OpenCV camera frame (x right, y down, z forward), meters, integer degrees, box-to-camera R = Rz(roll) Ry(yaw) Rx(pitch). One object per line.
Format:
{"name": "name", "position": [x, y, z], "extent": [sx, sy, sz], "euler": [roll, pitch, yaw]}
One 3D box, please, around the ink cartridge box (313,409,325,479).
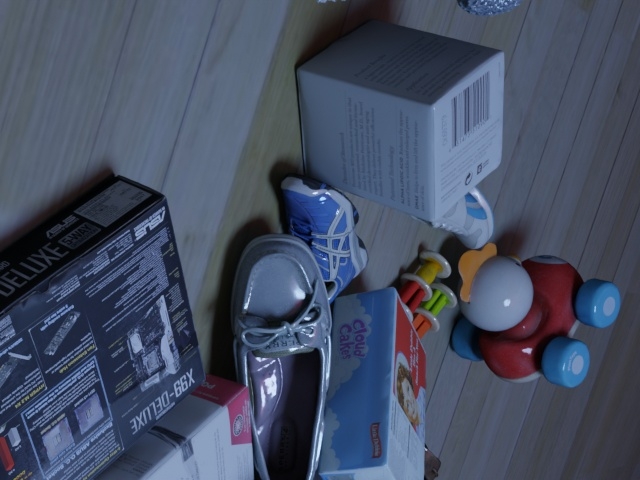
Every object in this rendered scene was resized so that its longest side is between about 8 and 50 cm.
{"name": "ink cartridge box", "position": [0.026, 0.332, 1.602], "extent": [0.127, 0.072, 0.175], "euler": [-58, 147, -16]}

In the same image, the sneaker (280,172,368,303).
{"name": "sneaker", "position": [0.000, 0.000, 1.361], "extent": [0.081, 0.080, 0.211], "euler": [-57, 145, -23]}

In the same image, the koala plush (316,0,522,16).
{"name": "koala plush", "position": [0.081, -0.337, 1.230], "extent": [0.221, 0.203, 0.196], "euler": [-12, 111, -29]}

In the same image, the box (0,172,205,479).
{"name": "box", "position": [-0.249, 0.119, 1.068], "extent": [0.307, 0.076, 0.242], "euler": [-41, 139, -36]}

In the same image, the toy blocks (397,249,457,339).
{"name": "toy blocks", "position": [0.130, 0.104, 1.638], "extent": [0.148, 0.054, 0.123], "euler": [-48, 142, -28]}

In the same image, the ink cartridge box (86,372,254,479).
{"name": "ink cartridge box", "position": [-0.167, 0.261, 1.229], "extent": [0.218, 0.092, 0.159], "euler": [-40, 136, -51]}

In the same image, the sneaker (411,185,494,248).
{"name": "sneaker", "position": [0.167, -0.053, 1.584], "extent": [0.092, 0.087, 0.229], "euler": [-51, 138, -14]}

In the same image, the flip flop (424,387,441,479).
{"name": "flip flop", "position": [0.141, 0.316, 1.722], "extent": [0.080, 0.112, 0.277], "euler": [0, 107, -17]}

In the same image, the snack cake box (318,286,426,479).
{"name": "snack cake box", "position": [0.071, 0.211, 1.462], "extent": [0.152, 0.089, 0.264], "euler": [60, 26, -43]}

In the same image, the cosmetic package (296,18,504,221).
{"name": "cosmetic package", "position": [0.093, -0.141, 1.317], "extent": [0.151, 0.183, 0.151], "euler": [-38, 137, -39]}

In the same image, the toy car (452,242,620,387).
{"name": "toy car", "position": [0.287, 0.077, 1.736], "extent": [0.238, 0.219, 0.210], "euler": [47, 68, -38]}

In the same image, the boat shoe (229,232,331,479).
{"name": "boat shoe", "position": [-0.041, 0.152, 1.311], "extent": [0.118, 0.103, 0.320], "euler": [-1, 106, -10]}
